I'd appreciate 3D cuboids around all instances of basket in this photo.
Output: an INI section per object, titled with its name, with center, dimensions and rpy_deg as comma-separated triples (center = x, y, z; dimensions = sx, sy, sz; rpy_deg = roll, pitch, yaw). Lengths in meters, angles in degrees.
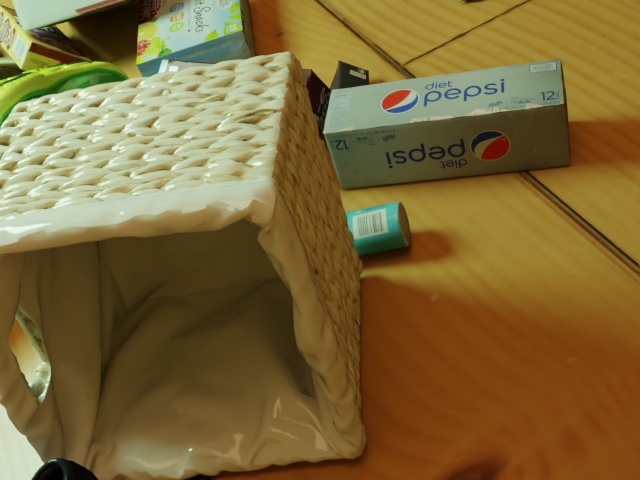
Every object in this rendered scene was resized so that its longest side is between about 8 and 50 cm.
[basket]
center = -0.142, 0.033, 0.940
dimensions = 0.331, 0.328, 0.267
rpy_deg = -10, 39, 11

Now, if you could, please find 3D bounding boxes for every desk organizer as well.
[desk organizer]
center = 0.036, -0.195, 1.308
dimensions = 0.047, 0.050, 0.130
rpy_deg = 18, 28, -8

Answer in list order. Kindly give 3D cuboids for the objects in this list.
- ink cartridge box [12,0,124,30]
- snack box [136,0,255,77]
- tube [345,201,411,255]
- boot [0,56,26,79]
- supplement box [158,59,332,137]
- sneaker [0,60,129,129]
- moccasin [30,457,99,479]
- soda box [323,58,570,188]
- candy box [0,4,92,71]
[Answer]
[ink cartridge box]
center = -0.383, -0.435, 1.592
dimensions = 0.196, 0.114, 0.273
rpy_deg = -16, 16, 4
[snack box]
center = -0.198, -0.333, 1.525
dimensions = 0.174, 0.070, 0.207
rpy_deg = -16, 43, 7
[tube]
center = 0.000, 0.000, 1.125
dimensions = 0.207, 0.052, 0.080
rpy_deg = -11, 38, 17
[boot]
center = -0.571, -0.297, 1.625
dimensions = 0.213, 0.077, 0.165
rpy_deg = -12, 40, 9
[supplement box]
center = -0.116, -0.163, 1.281
dimensions = 0.239, 0.073, 0.130
rpy_deg = 10, 79, 29
[sneaker]
center = -0.386, -0.189, 1.397
dimensions = 0.109, 0.124, 0.295
rpy_deg = -1, 18, 27
[moccasin]
center = -0.306, 0.338, 0.827
dimensions = 0.137, 0.117, 0.342
rpy_deg = 4, 47, 24
[soda box]
center = 0.154, -0.139, 1.172
dimensions = 0.286, 0.098, 0.091
rpy_deg = -6, 45, 15
[candy box]
center = -0.464, -0.321, 1.581
dimensions = 0.186, 0.109, 0.053
rpy_deg = 41, 110, 44
